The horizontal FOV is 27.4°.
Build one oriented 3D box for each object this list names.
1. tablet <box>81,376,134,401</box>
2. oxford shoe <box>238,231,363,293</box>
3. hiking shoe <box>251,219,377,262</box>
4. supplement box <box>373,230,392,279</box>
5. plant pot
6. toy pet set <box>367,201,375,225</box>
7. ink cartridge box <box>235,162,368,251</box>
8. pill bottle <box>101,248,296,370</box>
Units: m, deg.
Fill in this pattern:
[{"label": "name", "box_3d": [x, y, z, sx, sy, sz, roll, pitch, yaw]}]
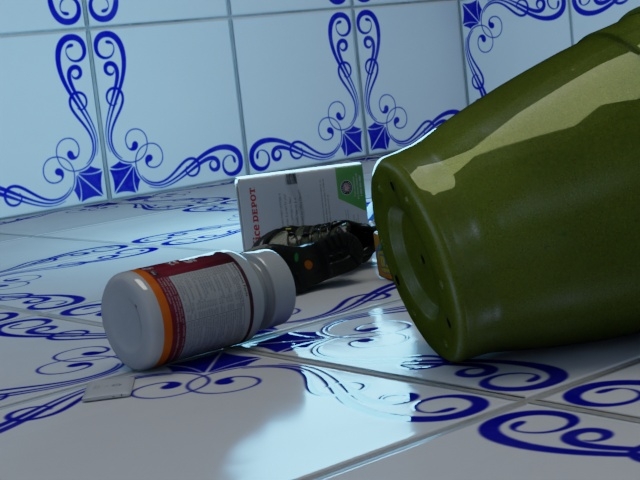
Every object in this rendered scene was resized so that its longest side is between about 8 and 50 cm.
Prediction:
[{"label": "tablet", "box_3d": [-0.237, 0.166, 1.470, 0.054, 0.006, 0.083, -6, 8, -4]}, {"label": "oxford shoe", "box_3d": [-0.052, 0.047, 1.981, 0.227, 0.082, 0.096, -8, -9, -27]}, {"label": "hiking shoe", "box_3d": [0.000, 0.000, 2.094, 0.227, 0.086, 0.114, -10, -14, -26]}, {"label": "supplement box", "box_3d": [0.203, 0.006, 2.022, 0.233, 0.080, 0.078, -7, 7, -20]}, {"label": "plant pot", "box_3d": [0.258, -0.033, 1.445, 0.353, 0.366, 0.366, -20, 11, -12]}, {"label": "toy pet set", "box_3d": [0.131, -0.039, 2.440, 0.122, 0.065, 0.114, -9, 8, -22]}, {"label": "ink cartridge box", "box_3d": [-0.032, -0.043, 2.252, 0.219, 0.160, 0.092, -6, 7, -6]}, {"label": "pill bottle", "box_3d": [-0.146, 0.078, 1.609, 0.221, 0.121, 0.121, -13, 10, -39]}]
